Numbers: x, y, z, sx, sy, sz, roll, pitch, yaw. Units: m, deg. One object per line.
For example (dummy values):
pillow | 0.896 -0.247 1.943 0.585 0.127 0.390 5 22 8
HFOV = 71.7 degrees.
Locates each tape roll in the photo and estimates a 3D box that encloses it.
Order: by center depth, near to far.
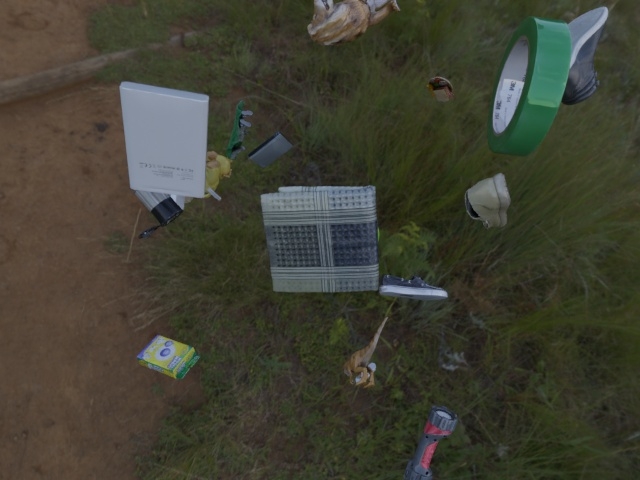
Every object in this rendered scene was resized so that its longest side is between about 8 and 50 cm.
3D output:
tape roll | 0.503 -0.373 1.096 0.077 0.321 0.321 10 42 4

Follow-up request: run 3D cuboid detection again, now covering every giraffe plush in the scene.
giraffe plush | -0.408 -0.274 1.673 0.210 0.182 0.170 55 39 -22

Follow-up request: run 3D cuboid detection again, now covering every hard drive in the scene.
hard drive | -0.404 -0.251 1.167 0.203 0.307 0.040 7 44 -11
hard drive | -0.170 -0.309 1.518 0.022 0.135 0.094 62 14 25

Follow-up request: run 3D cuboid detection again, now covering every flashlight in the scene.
flashlight | 0.408 0.763 1.626 0.103 0.303 0.103 12 9 -23

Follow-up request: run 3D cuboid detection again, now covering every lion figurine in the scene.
lion figurine | 0.117 -0.693 1.315 0.142 0.240 0.392 59 33 -21

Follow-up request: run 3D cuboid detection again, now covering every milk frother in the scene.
milk frother | -0.529 -0.095 1.369 0.134 0.129 0.143 50 48 -4

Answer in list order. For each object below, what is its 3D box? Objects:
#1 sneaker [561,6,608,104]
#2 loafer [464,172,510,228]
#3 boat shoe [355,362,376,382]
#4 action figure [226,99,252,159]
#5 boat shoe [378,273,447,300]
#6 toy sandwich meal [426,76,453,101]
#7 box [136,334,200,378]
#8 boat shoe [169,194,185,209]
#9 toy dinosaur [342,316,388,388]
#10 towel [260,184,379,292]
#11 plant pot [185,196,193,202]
sneaker | 0.712 -0.494 1.211 0.147 0.105 0.295 44 73 -28
loafer | 0.401 -0.092 1.078 0.268 0.092 0.101 36 47 -66
boat shoe | 0.174 0.509 1.683 0.035 0.035 0.100 30 60 36
action figure | -0.278 -0.341 1.487 0.064 0.232 0.137 14 63 -17
boat shoe | 0.303 0.148 1.449 0.229 0.080 0.075 5 70 -3
toy sandwich meal | 0.346 -0.439 1.289 0.086 0.085 0.029 29 79 -2
box | -0.489 0.377 1.434 0.179 0.043 0.105 13 41 22
boat shoe | -0.583 -0.241 1.738 0.102 0.108 0.300 -2 70 5
toy dinosaur | 0.098 0.283 1.044 0.064 0.211 0.112 7 47 -29
towel | 0.000 0.000 1.249 0.325 0.311 0.056 -1 20 10
plant pot | -0.611 -0.212 1.928 0.109 0.108 0.096 -12 34 -15
